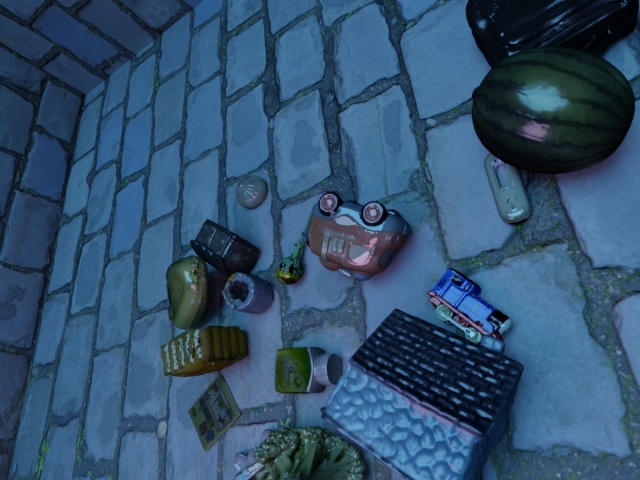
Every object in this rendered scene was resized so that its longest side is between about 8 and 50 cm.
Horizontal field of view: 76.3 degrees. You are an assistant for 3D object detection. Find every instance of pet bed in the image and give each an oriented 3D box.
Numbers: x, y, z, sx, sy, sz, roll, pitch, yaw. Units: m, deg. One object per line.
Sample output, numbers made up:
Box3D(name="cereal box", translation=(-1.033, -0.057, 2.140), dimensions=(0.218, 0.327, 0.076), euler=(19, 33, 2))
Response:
Box3D(name="pet bed", translation=(-0.359, 0.043, 1.503), dimensions=(0.211, 0.183, 0.159), euler=(25, 81, 36))

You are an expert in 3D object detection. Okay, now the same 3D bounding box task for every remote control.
Box3D(name="remote control", translation=(0.489, -0.145, 1.069), dimensions=(0.078, 0.042, 0.221), euler=(-19, 62, 27))

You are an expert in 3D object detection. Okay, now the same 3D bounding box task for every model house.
Box3D(name="model house", translation=(0.233, 0.334, 0.926), dimensions=(0.361, 0.297, 0.338), euler=(21, 77, 38))

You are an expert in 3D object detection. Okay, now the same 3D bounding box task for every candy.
Box3D(name="candy", translation=(-0.071, 0.006, 1.384), dimensions=(0.083, 0.091, 0.305), euler=(2, 66, 46))

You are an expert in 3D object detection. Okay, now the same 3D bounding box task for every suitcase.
Box3D(name="suitcase", translation=(0.605, -0.597, 1.092), dimensions=(0.346, 0.188, 0.338), euler=(-28, 64, 22))

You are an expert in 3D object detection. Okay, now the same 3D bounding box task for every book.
Box3D(name="book", translation=(-0.366, 0.590, 1.398), dimensions=(0.192, 0.013, 0.168), euler=(-49, 53, 10))

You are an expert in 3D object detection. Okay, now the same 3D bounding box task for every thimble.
Box3D(name="thimble", translation=(-0.250, 0.183, 1.408), dimensions=(0.151, 0.118, 0.127), euler=(33, 93, 37))

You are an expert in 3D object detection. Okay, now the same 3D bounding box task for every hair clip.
Box3D(name="hair clip", translation=(-0.171, 0.657, 1.204), dimensions=(0.257, 0.075, 0.146), euler=(-41, 56, 7))

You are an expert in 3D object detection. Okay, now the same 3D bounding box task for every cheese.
Box3D(name="cheese", translation=(-0.490, 0.175, 1.511), dimensions=(0.315, 0.128, 0.259), euler=(-51, 57, 49))

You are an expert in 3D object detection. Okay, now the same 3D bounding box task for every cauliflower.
Box3D(name="cauliflower", translation=(-0.048, 0.618, 1.008), dimensions=(0.327, 0.281, 0.260), euler=(-27, 96, 7))

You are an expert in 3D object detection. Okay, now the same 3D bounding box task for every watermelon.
Box3D(name="watermelon", translation=(0.519, -0.305, 0.959), dimensions=(0.360, 0.279, 0.278), euler=(34, 93, 28))

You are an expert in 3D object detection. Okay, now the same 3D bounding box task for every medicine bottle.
Box3D(name="medicine bottle", translation=(-0.038, 0.382, 1.202), dimensions=(0.189, 0.088, 0.131), euler=(-13, 65, 31))

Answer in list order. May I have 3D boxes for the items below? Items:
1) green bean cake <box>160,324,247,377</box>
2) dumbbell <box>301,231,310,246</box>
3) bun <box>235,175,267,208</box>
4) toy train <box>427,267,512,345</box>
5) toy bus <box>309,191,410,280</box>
Box3D(name="green bean cake", translation=(-0.385, 0.373, 1.361), dimensions=(0.224, 0.230, 0.130), euler=(-27, 65, 27))
Box3D(name="dumbbell", translation=(0.000, 0.000, 1.331), dimensions=(0.147, 0.069, 0.069), euler=(20, 84, 29))
Box3D(name="bun", translation=(-0.284, -0.199, 1.598), dimensions=(0.139, 0.094, 0.138), euler=(-12, 66, 27))
Box3D(name="toy train", translation=(0.369, 0.172, 1.005), dimensions=(0.204, 0.083, 0.131), euler=(40, 95, 38))
Box3D(name="toy bus", translation=(0.100, -0.008, 1.180), dimensions=(0.288, 0.194, 0.231), euler=(18, 91, 24))
